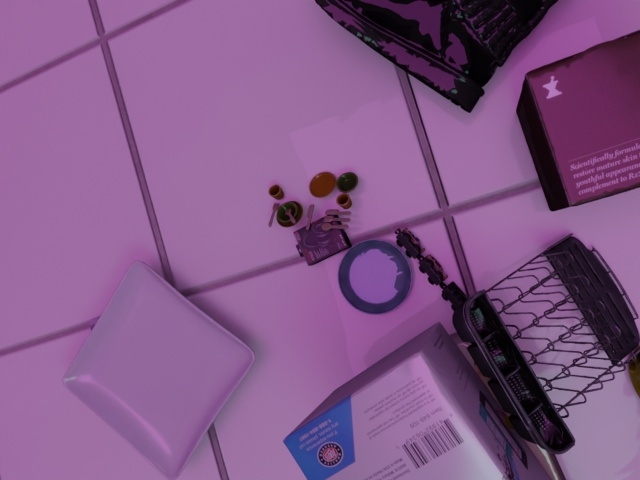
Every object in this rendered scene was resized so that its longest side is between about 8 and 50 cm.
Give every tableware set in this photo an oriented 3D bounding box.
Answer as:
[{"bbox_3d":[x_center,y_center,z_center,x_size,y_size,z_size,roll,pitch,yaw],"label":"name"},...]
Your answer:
[{"bbox_3d":[-0.016,-0.069,0.892,0.154,0.024,0.104,3,68,27],"label":"tableware set"}]

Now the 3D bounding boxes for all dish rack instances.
[{"bbox_3d":[0.315,0.115,0.724,0.271,0.074,0.208,-28,86,-22],"label":"dish rack"}]

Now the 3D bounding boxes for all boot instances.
[{"bbox_3d":[0.162,-0.380,0.792,0.348,0.131,0.260,35,107,2],"label":"boot"}]

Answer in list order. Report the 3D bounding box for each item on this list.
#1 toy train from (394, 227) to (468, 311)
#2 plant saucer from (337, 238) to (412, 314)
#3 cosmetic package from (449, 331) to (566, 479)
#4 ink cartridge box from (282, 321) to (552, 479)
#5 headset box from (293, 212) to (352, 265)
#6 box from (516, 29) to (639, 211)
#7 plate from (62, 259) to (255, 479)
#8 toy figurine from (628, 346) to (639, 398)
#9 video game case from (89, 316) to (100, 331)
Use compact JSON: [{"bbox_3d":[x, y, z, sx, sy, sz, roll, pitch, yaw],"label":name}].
[{"bbox_3d":[0.171,0.042,0.849,0.158,0.036,0.027,51,126,9],"label":"toy train"},{"bbox_3d":[0.087,0.057,0.881,0.119,0.021,0.120,0,91,16],"label":"plant saucer"},{"bbox_3d":[0.240,0.288,0.794,0.160,0.113,0.310,-25,85,16],"label":"cosmetic package"},{"bbox_3d":[0.133,0.276,0.665,0.198,0.197,0.270,-37,80,16],"label":"ink cartridge box"},{"bbox_3d":[0.000,0.000,0.901,0.083,0.032,0.062,-25,84,14],"label":"headset box"},{"bbox_3d":[0.360,-0.141,0.704,0.168,0.203,0.167,-18,86,17],"label":"box"},{"bbox_3d":[-0.277,0.218,0.957,0.277,0.045,0.278,36,100,13],"label":"plate"},{"bbox_3d":[0.519,0.268,0.621,0.191,0.217,0.363,-32,70,22],"label":"toy figurine"},{"bbox_3d":[-0.314,0.214,1.002,0.201,0.023,0.184,-13,87,16],"label":"video game case"}]
